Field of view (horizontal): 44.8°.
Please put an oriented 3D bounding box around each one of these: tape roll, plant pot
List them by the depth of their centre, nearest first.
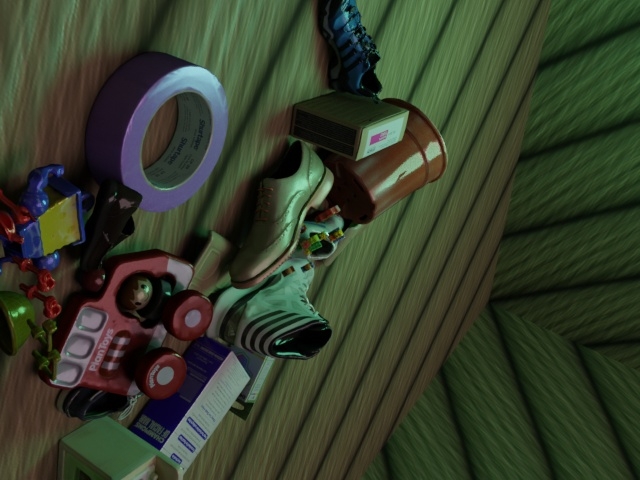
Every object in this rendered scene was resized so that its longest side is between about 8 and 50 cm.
[{"bbox_3d":[-0.287,-0.193,1.396,0.275,0.090,0.274,-43,146,-38],"label":"tape roll"},{"bbox_3d":[0.149,-0.197,2.071,0.265,0.272,0.272,-40,146,-27],"label":"plant pot"}]

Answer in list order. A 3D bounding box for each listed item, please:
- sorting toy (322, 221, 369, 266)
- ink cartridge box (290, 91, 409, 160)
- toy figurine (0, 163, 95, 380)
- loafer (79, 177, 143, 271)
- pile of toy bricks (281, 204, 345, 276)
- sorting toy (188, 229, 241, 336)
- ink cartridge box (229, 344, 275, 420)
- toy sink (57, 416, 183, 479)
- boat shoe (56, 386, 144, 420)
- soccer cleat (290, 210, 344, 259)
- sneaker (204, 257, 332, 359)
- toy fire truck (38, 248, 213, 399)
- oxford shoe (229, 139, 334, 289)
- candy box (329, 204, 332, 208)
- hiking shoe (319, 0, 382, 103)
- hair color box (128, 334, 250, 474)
[{"bbox_3d":[0.096,-0.031,2.271,0.208,0.038,0.193,-42,172,-45],"label":"sorting toy"},{"bbox_3d":[0.072,-0.285,1.886,0.235,0.193,0.088,-29,137,-51],"label":"ink cartridge box"},{"bbox_3d":[-0.419,0.011,1.225,0.217,0.191,0.362,-46,150,-45],"label":"toy figurine"},{"bbox_3d":[-0.361,-0.014,1.337,0.220,0.078,0.080,128,-34,-45],"label":"loafer"},{"bbox_3d":[-0.029,0.005,1.857,0.212,0.118,0.105,-30,179,-5],"label":"pile of toy bricks"},{"bbox_3d":[-0.253,0.110,1.804,0.229,0.041,0.307,-63,161,-6],"label":"sorting toy"},{"bbox_3d":[-0.205,0.354,2.029,0.209,0.109,0.062,-65,155,1],"label":"ink cartridge box"},{"bbox_3d":[-0.419,0.497,1.597,0.131,0.234,0.152,-28,137,-53],"label":"toy sink"},{"bbox_3d":[-0.424,0.318,1.605,0.254,0.079,0.095,7,106,-64],"label":"boat shoe"},{"bbox_3d":[0.000,0.000,2.064,0.331,0.143,0.116,-15,126,-59],"label":"soccer cleat"},{"bbox_3d":[-0.068,0.182,1.921,0.447,0.258,0.169,-32,143,-60],"label":"sneaker"},{"bbox_3d":[-0.372,0.156,1.491,0.254,0.169,0.302,25,89,-47],"label":"toy fire truck"},{"bbox_3d":[-0.117,-0.065,1.813,0.146,0.141,0.397,54,51,-35],"label":"oxford shoe"},{"bbox_3d":[0.120,-0.137,2.212,0.187,0.109,0.053,-44,151,-36],"label":"candy box"},{"bbox_3d":[0.087,-0.465,1.822,0.113,0.132,0.304,-53,152,-25],"label":"hiking shoe"},{"bbox_3d":[-0.322,0.412,1.858,0.338,0.110,0.185,-56,155,-22],"label":"hair color box"}]
